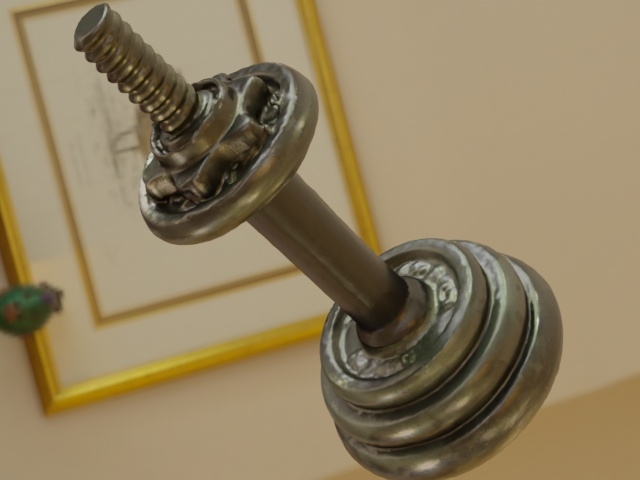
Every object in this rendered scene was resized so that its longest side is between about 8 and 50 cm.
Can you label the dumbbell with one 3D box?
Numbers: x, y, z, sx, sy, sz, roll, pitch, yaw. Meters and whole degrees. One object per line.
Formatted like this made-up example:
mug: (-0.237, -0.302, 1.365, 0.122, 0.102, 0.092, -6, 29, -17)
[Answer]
dumbbell: (0.000, 0.000, 0.518, 0.254, 0.110, 0.110, 45, 2, -33)
